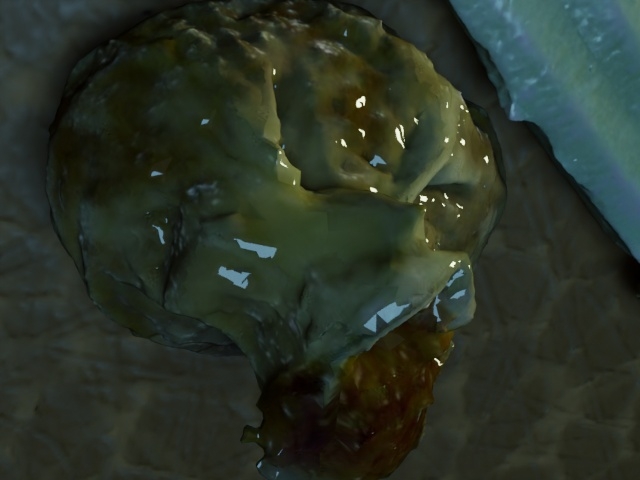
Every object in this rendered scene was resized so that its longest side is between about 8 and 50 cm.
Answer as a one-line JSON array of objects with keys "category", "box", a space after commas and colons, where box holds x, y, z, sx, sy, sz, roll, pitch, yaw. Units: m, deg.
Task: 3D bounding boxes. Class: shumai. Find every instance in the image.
[{"category": "shumai", "box": [0.000, 0.000, 0.437, 0.209, 0.153, 0.161, 21, 113, -29]}]

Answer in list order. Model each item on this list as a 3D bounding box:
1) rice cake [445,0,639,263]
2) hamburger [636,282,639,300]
[{"category": "rice cake", "box": [0.127, -0.098, 0.489, 0.127, 0.043, 0.237, -41, 119, 5]}, {"category": "hamburger", "box": [0.249, 0.032, 0.573, 0.176, 0.087, 0.102, 32, 85, -17]}]
